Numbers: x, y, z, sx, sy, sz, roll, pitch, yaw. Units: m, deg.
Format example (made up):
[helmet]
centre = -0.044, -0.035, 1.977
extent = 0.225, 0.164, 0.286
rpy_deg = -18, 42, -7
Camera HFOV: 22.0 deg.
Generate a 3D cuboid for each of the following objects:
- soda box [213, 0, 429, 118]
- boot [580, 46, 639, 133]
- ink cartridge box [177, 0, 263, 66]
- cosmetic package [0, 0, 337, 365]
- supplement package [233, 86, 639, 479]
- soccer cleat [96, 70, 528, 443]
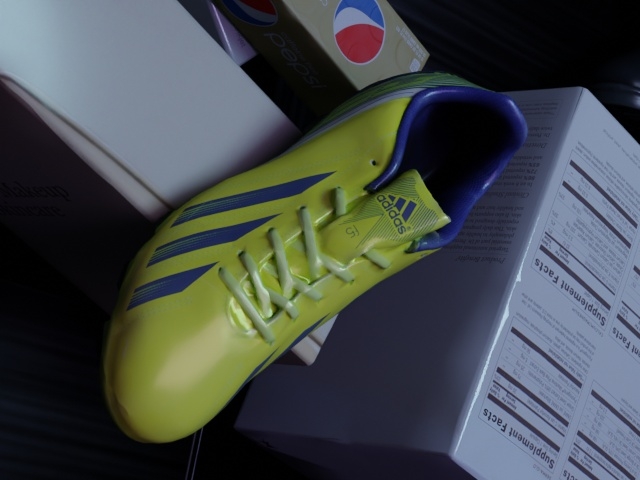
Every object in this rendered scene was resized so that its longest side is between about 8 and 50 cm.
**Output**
[soda box]
centre = -0.014, -0.147, 0.989
extent = 0.181, 0.058, 0.061
rpy_deg = 47, 61, -36
[boot]
centre = 0.299, -0.190, 1.386
extent = 0.246, 0.094, 0.207
rpy_deg = 6, 90, -51
[ink cartridge box]
centre = -0.040, -0.217, 1.063
extent = 0.208, 0.087, 0.153
rpy_deg = -38, 116, -38
[cosmetic package]
centre = -0.123, -0.060, 0.935
extent = 0.309, 0.160, 0.113
rpy_deg = 44, 62, -34
[supplement package]
centre = 0.113, 0.061, 1.134
extent = 0.198, 0.199, 0.263
rpy_deg = 39, 64, -38
[soccer cleat]
centre = 0.000, -0.001, 0.860
extent = 0.289, 0.121, 0.093
rpy_deg = -43, 119, -33
